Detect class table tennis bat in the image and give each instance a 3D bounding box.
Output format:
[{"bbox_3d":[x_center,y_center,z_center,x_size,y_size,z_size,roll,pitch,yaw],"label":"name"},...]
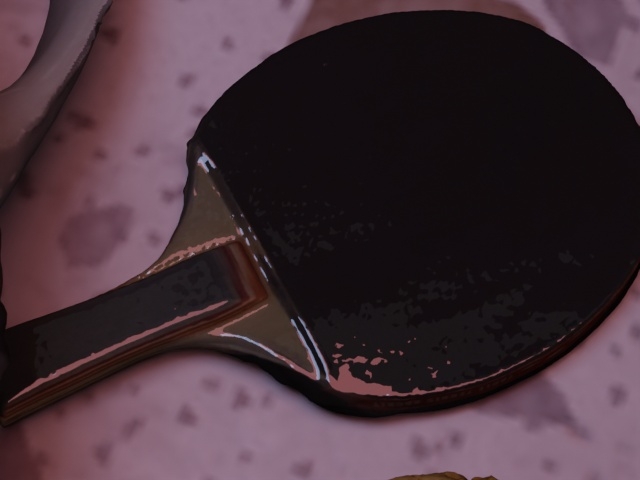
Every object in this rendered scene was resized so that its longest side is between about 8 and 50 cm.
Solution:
[{"bbox_3d":[0.000,0.000,0.550,0.220,0.019,0.130,-23,68,-14],"label":"table tennis bat"}]

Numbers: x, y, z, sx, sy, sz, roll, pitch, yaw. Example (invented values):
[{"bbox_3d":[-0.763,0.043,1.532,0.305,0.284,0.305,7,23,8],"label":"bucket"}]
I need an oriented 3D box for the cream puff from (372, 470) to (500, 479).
[{"bbox_3d":[0.044,0.113,0.453,0.133,0.119,0.104,42,45,-4],"label":"cream puff"}]

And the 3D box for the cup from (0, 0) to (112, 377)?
[{"bbox_3d":[-0.168,-0.058,0.491,0.301,0.227,0.257,-20,80,-43],"label":"cup"}]
